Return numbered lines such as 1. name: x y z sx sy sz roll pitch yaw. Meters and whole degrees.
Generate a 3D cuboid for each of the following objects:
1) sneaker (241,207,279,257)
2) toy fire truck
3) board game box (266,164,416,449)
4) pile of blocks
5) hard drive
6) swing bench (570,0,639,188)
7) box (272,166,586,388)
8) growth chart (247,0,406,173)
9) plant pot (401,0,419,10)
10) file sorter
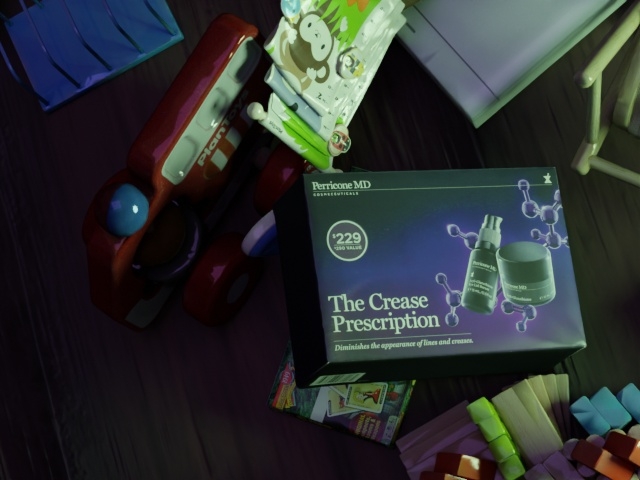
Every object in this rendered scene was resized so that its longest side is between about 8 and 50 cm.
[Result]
1. sneaker: 0.000 -0.001 1.907 0.152 0.058 0.084 -25 70 -38
2. toy fire truck: -0.134 -0.059 1.909 0.169 0.254 0.302 33 86 19
3. board game box: 0.051 0.065 1.952 0.136 0.030 0.260 16 80 19
4. pile of blocks: 0.241 0.187 1.828 0.362 0.112 0.149 -7 75 12
5. hard drive: 0.218 -0.314 1.994 0.353 0.047 0.233 -40 70 1
6. swing bench: 0.404 -0.154 1.841 0.253 0.165 0.255 25 65 19
7. box: 0.101 0.032 1.846 0.261 0.103 0.184 -3 72 -20
8. growth chart: 0.012 -0.190 1.873 0.021 0.172 0.237 20 83 45
9. plant pot: 0.032 -0.348 1.970 0.237 0.110 0.237 -7 71 21
10. file sorter: -0.255 -0.236 2.063 0.170 0.104 0.118 -28 72 6
